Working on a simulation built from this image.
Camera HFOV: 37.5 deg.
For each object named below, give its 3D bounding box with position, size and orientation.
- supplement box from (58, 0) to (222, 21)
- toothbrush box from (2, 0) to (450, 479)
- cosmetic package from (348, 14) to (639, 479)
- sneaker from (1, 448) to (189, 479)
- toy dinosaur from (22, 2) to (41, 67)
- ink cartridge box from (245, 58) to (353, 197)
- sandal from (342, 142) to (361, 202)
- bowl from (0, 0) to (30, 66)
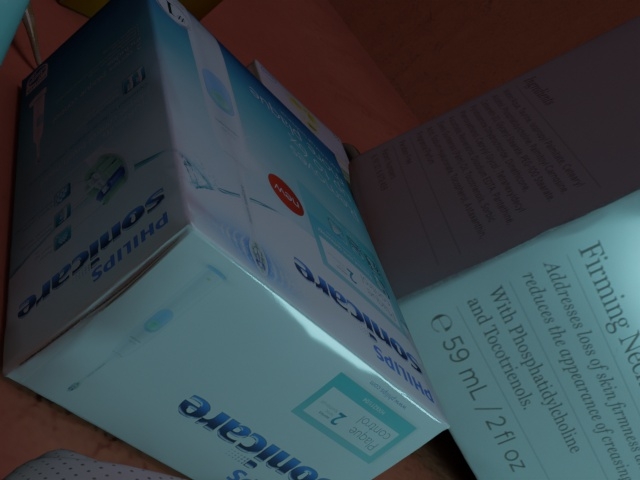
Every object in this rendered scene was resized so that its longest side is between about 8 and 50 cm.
[{"bbox_3d":[-0.202,-0.319,0.926,0.194,0.129,0.191,56,15,14],"label":"supplement box"},{"bbox_3d":[-0.068,-0.003,0.588,0.216,0.126,0.295,42,19,-35],"label":"toothbrush box"},{"bbox_3d":[0.280,0.024,0.924,0.329,0.394,0.327,59,10,-25],"label":"cosmetic package"},{"bbox_3d":[0.005,0.195,0.314,0.323,0.130,0.236,39,22,-23],"label":"sneaker"},{"bbox_3d":[-0.243,-0.214,0.703,0.093,0.053,0.183,30,25,-58],"label":"toy dinosaur"},{"bbox_3d":[-0.045,-0.157,1.172,0.171,0.056,0.235,40,20,-36],"label":"ink cartridge box"},{"bbox_3d":[0.042,-0.058,1.178,0.049,0.072,0.180,14,35,-42],"label":"sandal"},{"bbox_3d":[-0.230,-0.138,0.345,0.311,0.163,0.311,47,16,-18],"label":"bowl"}]
